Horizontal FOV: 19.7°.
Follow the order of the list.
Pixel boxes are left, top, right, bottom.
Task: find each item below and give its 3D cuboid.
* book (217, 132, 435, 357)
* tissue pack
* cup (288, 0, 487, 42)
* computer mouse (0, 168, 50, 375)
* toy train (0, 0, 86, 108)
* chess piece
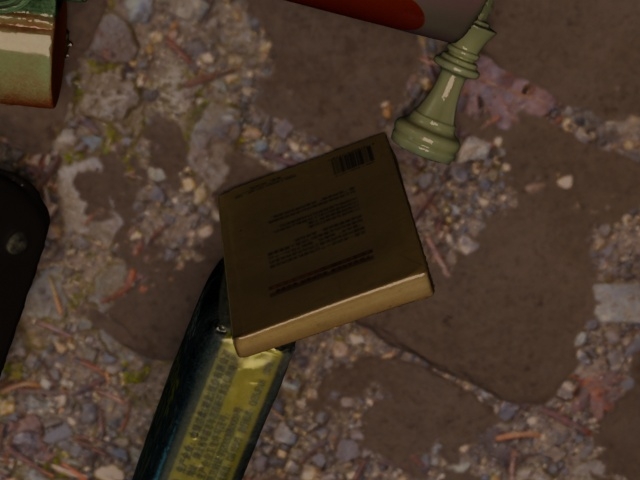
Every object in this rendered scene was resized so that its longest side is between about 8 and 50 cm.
[{"bbox_3d":[0.000,0.000,1.484,0.161,0.231,0.026,-20,120,5],"label":"book"},{"bbox_3d":[-0.100,0.159,1.559,0.081,0.185,0.257,20,107,-8],"label":"tissue pack"},{"bbox_3d":[-0.006,-0.263,1.428,0.288,0.203,0.203,19,108,-14],"label":"cup"},{"bbox_3d":[-0.338,0.051,1.547,0.170,0.100,0.269,10,106,-43],"label":"computer mouse"},{"bbox_3d":[-0.326,-0.189,1.489,0.285,0.116,0.177,6,119,-2],"label":"toy train"},{"bbox_3d":[0.113,-0.140,1.532,0.059,0.059,0.149,23,101,-7],"label":"chess piece"}]
